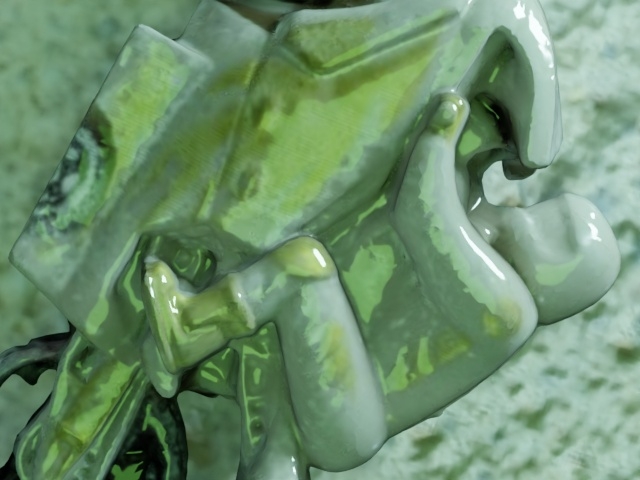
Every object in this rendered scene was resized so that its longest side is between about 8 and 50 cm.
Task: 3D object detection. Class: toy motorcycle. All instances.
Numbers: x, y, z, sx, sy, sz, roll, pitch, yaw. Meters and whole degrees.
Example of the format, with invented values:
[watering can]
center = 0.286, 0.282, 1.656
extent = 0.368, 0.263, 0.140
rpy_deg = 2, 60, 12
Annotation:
[toy motorcycle]
center = 0.000, 0.000, 0.692
extent = 0.223, 0.108, 0.340
rpy_deg = 27, 88, 1
